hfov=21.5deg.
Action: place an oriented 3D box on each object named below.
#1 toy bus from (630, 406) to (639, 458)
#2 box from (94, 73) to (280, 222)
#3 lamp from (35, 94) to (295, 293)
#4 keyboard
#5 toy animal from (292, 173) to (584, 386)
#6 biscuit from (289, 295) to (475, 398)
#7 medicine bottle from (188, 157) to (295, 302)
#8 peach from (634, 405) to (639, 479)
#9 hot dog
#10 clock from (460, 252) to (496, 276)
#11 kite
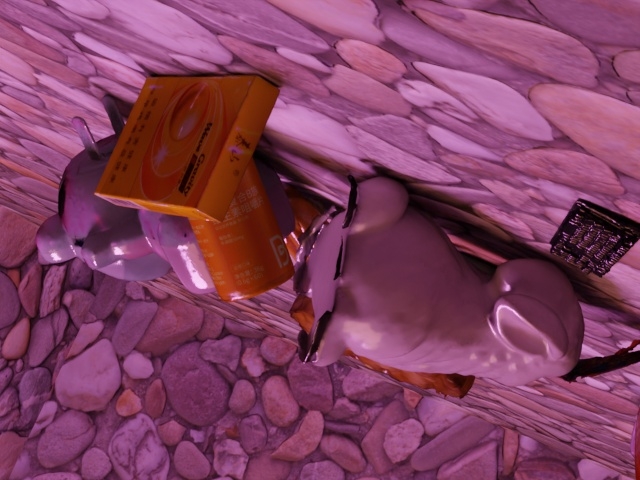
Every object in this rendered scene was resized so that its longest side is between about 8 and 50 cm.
[{"bbox_3d":[0.510,0.254,2.139,0.203,0.142,0.142,19,169,29],"label":"toy bus"},{"bbox_3d":[-0.145,-0.101,1.784,0.043,0.152,0.269,26,172,-30],"label":"box"},{"bbox_3d":[-0.208,-0.061,2.111,0.301,0.247,0.247,6,129,46],"label":"lamp"},{"bbox_3d":[0.272,0.003,1.698,0.072,0.023,0.231,26,171,5],"label":"keyboard"},{"bbox_3d":[0.153,0.069,1.943,0.357,0.194,0.258,13,139,-15],"label":"toy animal"},{"bbox_3d":[0.108,0.156,2.766,0.326,0.107,0.326,23,168,5],"label":"biscuit"},{"bbox_3d":[-0.104,-0.033,1.936,0.096,0.096,0.191,4,116,66],"label":"medicine bottle"},{"bbox_3d":[0.496,0.243,1.612,0.406,0.310,0.335,23,174,6],"label":"peach"},{"bbox_3d":[0.014,0.025,2.206,0.249,0.068,0.100,52,167,-27],"label":"hot dog"},{"bbox_3d":[0.189,0.063,2.140,0.148,0.060,0.188,24,171,6],"label":"clock"},{"bbox_3d":[0.342,0.145,2.043,0.232,0.009,0.189,-13,-176,42],"label":"kite"}]
